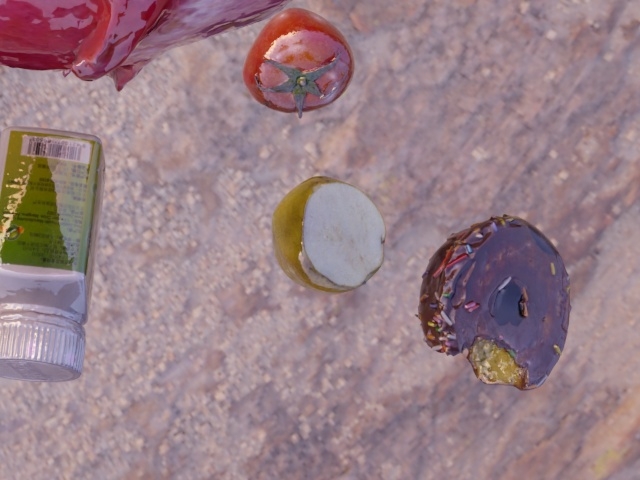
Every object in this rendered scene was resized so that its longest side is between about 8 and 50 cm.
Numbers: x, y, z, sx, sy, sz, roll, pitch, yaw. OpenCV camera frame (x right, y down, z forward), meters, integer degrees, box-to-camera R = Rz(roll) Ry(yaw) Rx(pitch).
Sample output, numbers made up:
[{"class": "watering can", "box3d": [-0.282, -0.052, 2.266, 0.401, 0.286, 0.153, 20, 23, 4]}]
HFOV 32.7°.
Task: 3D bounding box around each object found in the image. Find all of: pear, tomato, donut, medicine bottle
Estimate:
[{"class": "pear", "box3d": [0.000, 0.000, 1.238, 0.141, 0.141, 0.104, -3, 167, -36]}, {"class": "tomato", "box3d": [-0.030, -0.268, 1.621, 0.167, 0.167, 0.167, -20, 132, -24]}, {"class": "donut", "box3d": [0.218, 0.076, 1.399, 0.230, 0.096, 0.216, 15, 80, -33]}, {"class": "medicine bottle", "box3d": [-0.231, 0.017, 0.905, 0.088, 0.188, 0.132, 6, 160, -10]}]

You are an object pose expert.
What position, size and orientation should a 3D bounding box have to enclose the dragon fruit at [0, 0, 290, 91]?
[{"class": "dragon fruit", "box3d": [-0.181, -0.216, 0.469, 0.249, 0.386, 0.370, -35, 132, -23]}]
